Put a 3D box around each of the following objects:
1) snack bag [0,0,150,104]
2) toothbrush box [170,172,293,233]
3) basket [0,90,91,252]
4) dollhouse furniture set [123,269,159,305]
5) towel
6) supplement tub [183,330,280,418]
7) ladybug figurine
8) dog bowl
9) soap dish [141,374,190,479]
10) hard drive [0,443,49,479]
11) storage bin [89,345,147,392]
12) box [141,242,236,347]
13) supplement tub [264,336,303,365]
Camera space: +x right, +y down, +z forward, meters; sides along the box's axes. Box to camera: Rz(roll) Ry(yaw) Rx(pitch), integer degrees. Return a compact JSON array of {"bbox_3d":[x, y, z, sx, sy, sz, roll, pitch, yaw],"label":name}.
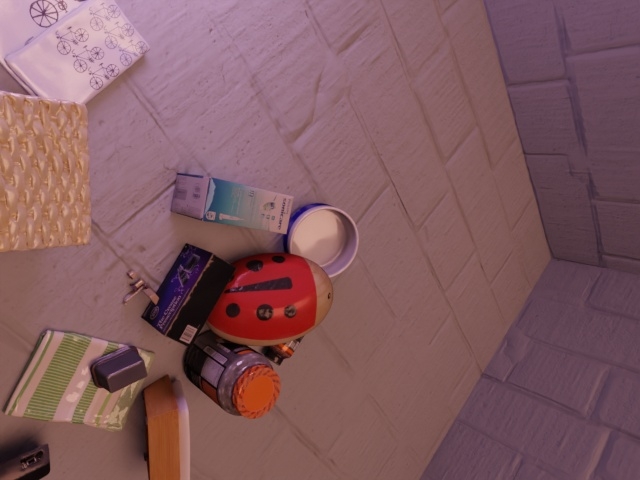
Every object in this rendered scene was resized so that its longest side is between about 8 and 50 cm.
[{"bbox_3d":[-0.637,-0.518,1.131,0.323,0.037,0.343,-51,127,-21],"label":"snack bag"},{"bbox_3d":[-0.265,-0.111,1.424,0.295,0.216,0.126,10,93,-41],"label":"toothbrush box"},{"bbox_3d":[-0.676,-0.150,0.966,0.328,0.266,0.332,-8,105,-51],"label":"basket"},{"bbox_3d":[-0.522,0.153,1.326,0.081,0.114,0.091,-42,126,-21],"label":"dollhouse furniture set"},{"bbox_3d":[-0.655,0.396,1.311,0.324,0.038,0.248,31,78,-41],"label":"towel"},{"bbox_3d":[-0.275,0.414,1.461,0.193,0.315,0.194,-11,107,-40],"label":"supplement tub"},{"bbox_3d":[-0.162,0.171,1.489,0.448,0.162,0.305,-10,67,-20],"label":"ladybug figurine"},{"bbox_3d":[0.000,0.000,1.701,0.264,0.104,0.265,-5,105,-20],"label":"dog bowl"},{"bbox_3d":[-0.464,0.585,1.405,0.118,0.229,0.291,-3,101,-24],"label":"soap dish"},{"bbox_3d":[-0.799,0.602,1.152,0.254,0.054,0.172,-19,156,-38],"label":"hard drive"},{"bbox_3d":[-0.555,0.372,1.316,0.135,0.091,0.098,-20,112,-39],"label":"storage bin"},{"bbox_3d":[-0.391,0.155,1.392,0.103,0.184,0.261,38,74,-36],"label":"box"},{"bbox_3d":[-0.124,0.355,1.722,0.198,0.106,0.106,-55,129,-17],"label":"supplement tub"}]
